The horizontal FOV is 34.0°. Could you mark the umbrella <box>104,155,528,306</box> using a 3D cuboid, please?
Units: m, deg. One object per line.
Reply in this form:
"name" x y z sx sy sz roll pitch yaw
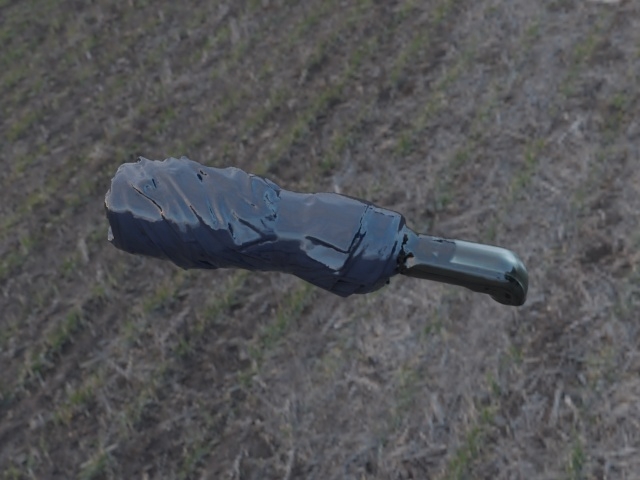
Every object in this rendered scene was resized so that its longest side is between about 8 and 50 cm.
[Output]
"umbrella" 0.001 -0.006 0.603 0.248 0.071 0.071 7 35 -2
